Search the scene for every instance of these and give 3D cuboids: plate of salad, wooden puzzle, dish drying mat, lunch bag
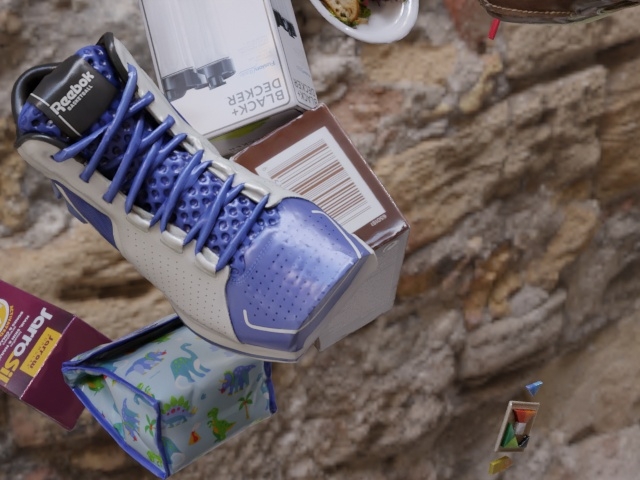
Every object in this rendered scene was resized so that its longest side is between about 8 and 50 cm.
[{"bbox_3d":[0.055,-0.353,1.348,0.199,0.200,0.048,-21,-8,-38],"label":"plate of salad"},{"bbox_3d":[0.246,0.235,1.271,0.078,0.116,0.014,1,15,-46],"label":"wooden puzzle"},{"bbox_3d":[0.206,-0.268,1.150,0.008,0.083,0.032,19,15,0],"label":"dish drying mat"},{"bbox_3d":[-0.132,0.115,0.884,0.128,0.096,0.151,-23,31,-37],"label":"lunch bag"}]

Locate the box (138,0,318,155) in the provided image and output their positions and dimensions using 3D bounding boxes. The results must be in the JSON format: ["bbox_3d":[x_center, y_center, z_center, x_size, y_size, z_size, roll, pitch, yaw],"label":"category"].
[{"bbox_3d":[-0.120,-0.260,1.239,0.169,0.290,0.087,-17,-10,17],"label":"box"}]

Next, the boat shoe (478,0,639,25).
[{"bbox_3d":[0.199,-0.201,0.702,0.095,0.095,0.257,-25,13,-41],"label":"boat shoe"}]

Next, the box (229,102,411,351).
[{"bbox_3d":[0.000,0.000,1.315,0.143,0.191,0.381,-32,-16,-7],"label":"box"}]

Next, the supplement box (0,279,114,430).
[{"bbox_3d":[-0.318,0.118,1.111,0.188,0.081,0.104,16,68,42],"label":"supplement box"}]

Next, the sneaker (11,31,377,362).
[{"bbox_3d":[-0.125,-0.041,0.739,0.315,0.182,0.127,32,79,26],"label":"sneaker"}]
